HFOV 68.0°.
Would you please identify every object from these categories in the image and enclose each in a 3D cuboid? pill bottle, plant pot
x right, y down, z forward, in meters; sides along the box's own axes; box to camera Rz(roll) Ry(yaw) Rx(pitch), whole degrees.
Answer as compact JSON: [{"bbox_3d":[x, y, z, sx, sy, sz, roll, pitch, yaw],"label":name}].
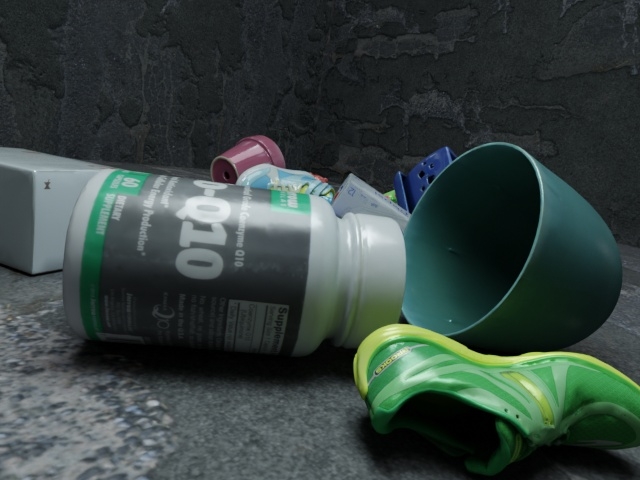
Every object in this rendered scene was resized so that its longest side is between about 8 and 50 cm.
[{"bbox_3d":[-0.094,0.035,0.587,0.361,0.204,0.204,6,11,-9],"label":"pill bottle"},{"bbox_3d":[0.373,-0.126,1.525,0.212,0.236,0.236,-20,-23,27],"label":"plant pot"},{"bbox_3d":[-0.244,-0.225,1.524,0.201,0.201,0.180,16,28,33],"label":"plant pot"},{"bbox_3d":[0.294,0.037,0.718,0.235,0.293,0.293,23,6,-21],"label":"plant pot"}]

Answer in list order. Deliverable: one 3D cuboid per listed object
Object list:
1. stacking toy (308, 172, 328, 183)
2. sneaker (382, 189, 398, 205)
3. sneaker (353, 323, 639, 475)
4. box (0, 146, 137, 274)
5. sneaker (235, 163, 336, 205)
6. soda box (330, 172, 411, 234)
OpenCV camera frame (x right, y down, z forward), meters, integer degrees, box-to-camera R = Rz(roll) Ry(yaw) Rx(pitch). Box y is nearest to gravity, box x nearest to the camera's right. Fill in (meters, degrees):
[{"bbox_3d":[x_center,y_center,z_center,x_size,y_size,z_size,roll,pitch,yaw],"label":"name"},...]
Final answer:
[{"bbox_3d":[-0.144,-0.225,1.862,0.309,0.130,0.279,17,-2,-34],"label":"stacking toy"},{"bbox_3d":[0.419,-0.081,1.764,0.482,0.185,0.202,3,-19,-10],"label":"sneaker"},{"bbox_3d":[0.174,0.168,0.452,0.295,0.109,0.123,10,34,-3],"label":"sneaker"},{"bbox_3d":[-0.544,-0.072,0.879,0.345,0.168,0.215,13,12,24],"label":"box"},{"bbox_3d":[-0.083,-0.143,1.437,0.319,0.127,0.208,-9,30,-43],"label":"sneaker"},{"bbox_3d":[0.163,-0.038,1.132,0.286,0.091,0.098,33,17,-7],"label":"soda box"}]
